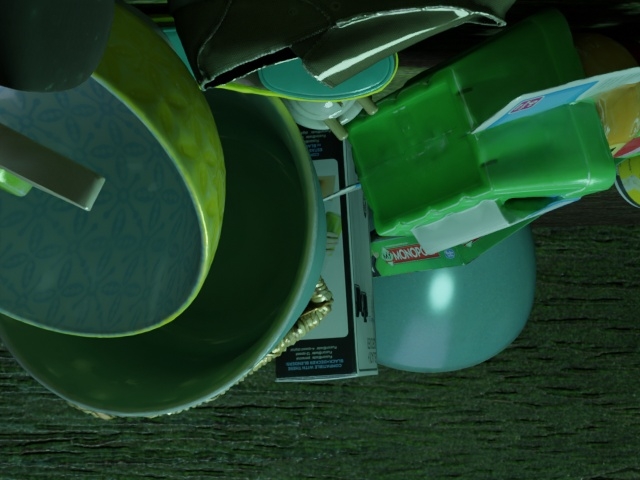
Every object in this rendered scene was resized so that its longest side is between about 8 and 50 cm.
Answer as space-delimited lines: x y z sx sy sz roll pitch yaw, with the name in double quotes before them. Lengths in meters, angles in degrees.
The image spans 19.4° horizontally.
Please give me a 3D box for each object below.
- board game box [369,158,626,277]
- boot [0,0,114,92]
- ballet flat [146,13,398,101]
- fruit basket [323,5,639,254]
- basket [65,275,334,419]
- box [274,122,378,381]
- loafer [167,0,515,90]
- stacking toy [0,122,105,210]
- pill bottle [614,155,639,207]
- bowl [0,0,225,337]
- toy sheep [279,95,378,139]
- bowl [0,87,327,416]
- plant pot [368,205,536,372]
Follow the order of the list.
"board game box" 0.206 -0.057 2.038 0.317 0.046 0.213 -32 -170 -27
"boot" -0.233 -0.160 1.059 0.115 0.112 0.305 13 178 32
"ballet flat" -0.057 -0.150 1.451 0.231 0.077 0.077 0 -163 -5
"fruit basket" 0.218 -0.100 1.618 0.353 0.165 0.327 -9 173 -31
"basket" -0.176 0.019 1.749 0.223 0.299 0.213 -6 -147 43
"box" 0.000 0.000 1.934 0.087 0.290 0.169 -4 175 8
"loafer" 0.018 -0.149 1.319 0.251 0.087 0.094 -4 176 14
"stacking toy" -0.297 -0.050 1.105 0.279 0.130 0.309 29 176 -23
"pill bottle" 0.437 -0.097 2.213 0.103 0.103 0.184 0 174 -33
"bowl" -0.181 -0.086 1.338 0.289 0.289 0.156 -6 -143 33
"toy sheep" 0.003 -0.130 1.539 0.091 0.091 0.132 -3 -170 -6
"bowl" -0.120 -0.008 1.581 0.311 0.312 0.163 -5 174 21
"plant pot" 0.128 -0.016 2.248 0.290 0.290 0.195 -3 139 -8
